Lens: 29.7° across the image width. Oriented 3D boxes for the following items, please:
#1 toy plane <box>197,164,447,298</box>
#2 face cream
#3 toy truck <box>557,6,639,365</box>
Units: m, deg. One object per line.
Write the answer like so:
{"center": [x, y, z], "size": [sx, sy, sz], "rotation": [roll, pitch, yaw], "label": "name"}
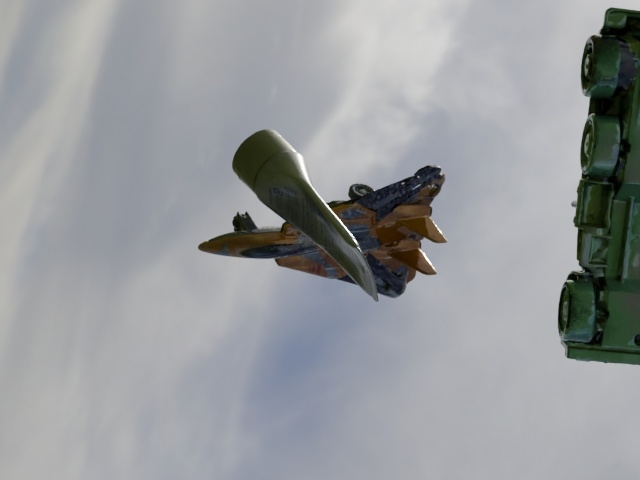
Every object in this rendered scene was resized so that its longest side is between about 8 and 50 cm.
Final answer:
{"center": [-0.004, -0.007, 1.497], "size": [0.103, 0.316, 0.204], "rotation": [-113, -149, -51], "label": "toy plane"}
{"center": [-0.007, -0.031, 1.351], "size": [0.070, 0.114, 0.224], "rotation": [-38, -120, -10], "label": "face cream"}
{"center": [0.249, -0.035, 0.922], "size": [0.135, 0.128, 0.259], "rotation": [-93, -172, -90], "label": "toy truck"}
